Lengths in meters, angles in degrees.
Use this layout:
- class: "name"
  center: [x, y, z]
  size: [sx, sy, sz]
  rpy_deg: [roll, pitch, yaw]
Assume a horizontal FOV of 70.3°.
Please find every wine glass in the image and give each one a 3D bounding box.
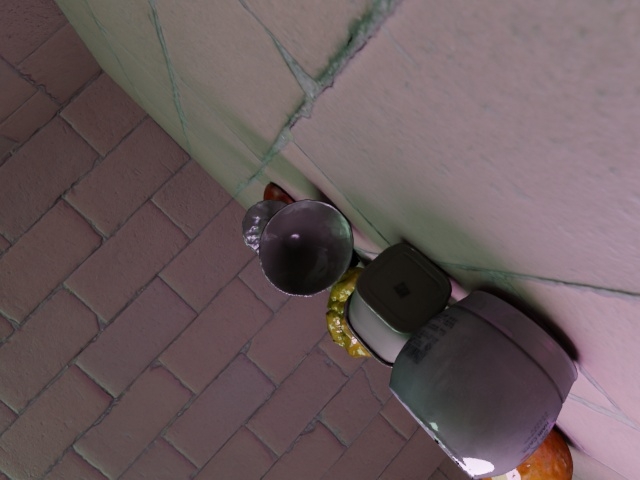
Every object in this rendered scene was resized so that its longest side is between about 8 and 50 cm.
- class: "wine glass"
  center: [-0.098, -0.006, 1.369]
  size: [0.267, 0.267, 0.406]
  rpy_deg: [46, 172, -20]

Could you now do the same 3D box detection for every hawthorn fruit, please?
- class: "hawthorn fruit"
  center: [0.568, 0.605, 1.322]
  size: [0.277, 0.276, 0.299]
  rpy_deg: [25, 140, 66]

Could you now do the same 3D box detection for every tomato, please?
- class: "tomato"
  center: [-0.147, -0.126, 1.643]
  size: [0.166, 0.082, 0.174]
  rpy_deg: [47, 171, -11]

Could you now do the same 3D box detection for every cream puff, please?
- class: "cream puff"
  center: [0.150, 0.253, 1.468]
  size: [0.324, 0.257, 0.291]
  rpy_deg: [28, 172, 42]

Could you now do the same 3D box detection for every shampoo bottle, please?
- class: "shampoo bottle"
  center: [0.285, 0.253, 0.822]
  size: [0.273, 0.266, 0.273]
  rpy_deg: [47, 175, 5]

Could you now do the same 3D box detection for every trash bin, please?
- class: "trash bin"
  center: [0.178, 0.147, 1.043]
  size: [0.219, 0.219, 0.250]
  rpy_deg: [42, 165, 19]

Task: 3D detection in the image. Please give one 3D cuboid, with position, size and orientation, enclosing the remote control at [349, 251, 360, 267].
- class: "remote control"
  center: [0.000, 0.000, 1.642]
  size: [0.145, 0.062, 0.398]
  rpy_deg: [48, 170, -31]
